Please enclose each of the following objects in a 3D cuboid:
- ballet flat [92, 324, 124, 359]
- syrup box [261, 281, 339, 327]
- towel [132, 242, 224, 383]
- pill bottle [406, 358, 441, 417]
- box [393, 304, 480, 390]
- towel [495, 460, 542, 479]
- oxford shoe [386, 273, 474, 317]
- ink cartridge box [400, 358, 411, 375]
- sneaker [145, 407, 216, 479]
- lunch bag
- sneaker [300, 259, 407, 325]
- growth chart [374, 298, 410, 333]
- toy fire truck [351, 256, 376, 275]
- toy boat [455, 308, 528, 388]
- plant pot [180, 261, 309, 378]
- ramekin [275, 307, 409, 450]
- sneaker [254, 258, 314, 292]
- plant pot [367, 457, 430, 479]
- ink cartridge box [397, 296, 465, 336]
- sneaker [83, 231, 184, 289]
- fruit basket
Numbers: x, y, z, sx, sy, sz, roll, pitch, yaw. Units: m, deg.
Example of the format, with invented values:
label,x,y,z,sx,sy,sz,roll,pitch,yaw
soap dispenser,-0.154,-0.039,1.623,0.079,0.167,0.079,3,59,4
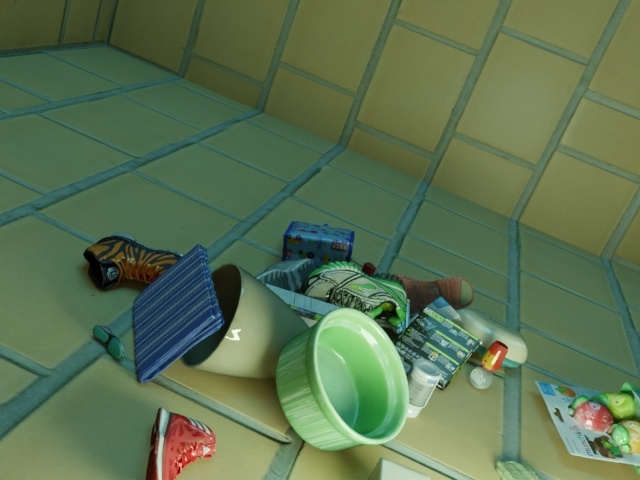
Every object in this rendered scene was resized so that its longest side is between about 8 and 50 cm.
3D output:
label,x,y,z,sx,sy,sz,roll,pitch,yaw
ballet flat,-0.472,0.230,1.602,0.114,0.041,0.041,36,27,30
syrup box,-0.073,0.205,1.929,0.236,0.093,0.096,18,23,-8
towel,-0.340,0.164,1.649,0.040,0.243,0.336,47,8,-31
pill bottle,0.243,0.373,1.769,0.078,0.137,0.078,19,23,-8
box,0.323,0.301,1.995,0.190,0.045,0.184,32,60,25
towel,0.490,0.579,1.664,0.110,0.027,0.148,9,26,-26
oxford shoe,0.292,0.193,2.280,0.396,0.141,0.146,3,-16,-16
ink cartridge box,0.139,0.329,1.861,0.175,0.072,0.127,37,26,34
sneaker,-0.257,0.403,1.337,0.128,0.087,0.221,13,25,-15
lunch bag,0.000,0.000,2.344,0.220,0.138,0.293,8,22,3
sneaker,0.106,0.157,2.017,0.343,0.134,0.146,11,43,-22
growth chart,0.164,0.201,2.134,0.237,0.021,0.172,14,46,2
toy fire truck,0.084,0.069,2.431,0.135,0.047,0.192,-3,31,-45
toy boat,0.497,0.327,2.120,0.267,0.148,0.318,28,15,3
plant pot,-0.149,0.222,1.671,0.274,0.256,0.256,28,17,-29
ramekin,0.044,0.315,1.560,0.303,0.148,0.304,29,45,-35
sneaker,-0.135,0.125,2.094,0.115,0.105,0.281,0,10,35
plant pot,0.146,0.521,1.408,0.109,0.109,0.096,21,36,0
ink cartridge box,0.328,0.264,2.112,0.060,0.180,0.104,55,-2,-40
sneaker,-0.480,0.087,1.837,0.321,0.125,0.180,17,24,20
fruit basket,0.810,0.499,1.952,0.352,0.166,0.327,15,23,-6
